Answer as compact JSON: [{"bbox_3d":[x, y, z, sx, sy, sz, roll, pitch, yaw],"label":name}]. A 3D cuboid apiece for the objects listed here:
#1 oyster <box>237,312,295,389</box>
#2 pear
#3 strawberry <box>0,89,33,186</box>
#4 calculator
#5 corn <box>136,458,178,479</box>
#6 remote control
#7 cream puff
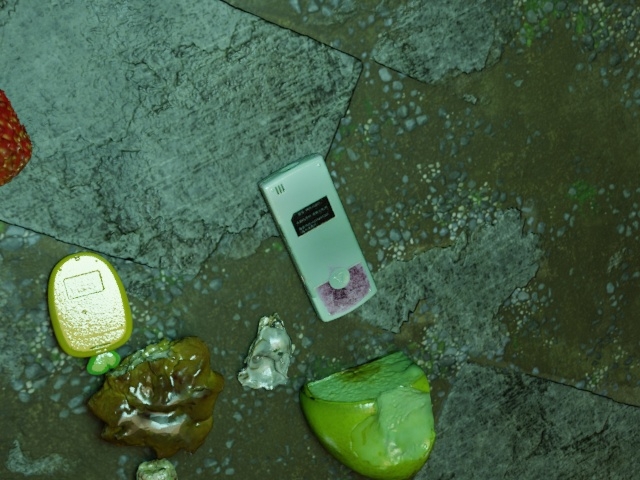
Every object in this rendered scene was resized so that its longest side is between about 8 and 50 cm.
[{"bbox_3d":[-0.102,0.236,1.958,0.108,0.053,0.165,20,104,-8],"label":"oyster"},{"bbox_3d":[0.125,0.411,2.042,0.287,0.176,0.281,-18,113,-17],"label":"pear"},{"bbox_3d":[-0.652,-0.163,1.508,0.292,0.292,0.343,-51,132,-2],"label":"strawberry"},{"bbox_3d":[-0.431,0.137,1.776,0.146,0.032,0.234,-16,97,-17],"label":"calculator"},{"bbox_3d":[-0.319,0.564,1.945,0.086,0.086,0.253,-17,114,-18],"label":"corn"},{"bbox_3d":[0.000,0.000,1.933,0.145,0.050,0.343,-29,115,-13],"label":"remote control"},{"bbox_3d":[-0.307,0.302,1.840,0.241,0.155,0.269,32,98,-22],"label":"cream puff"}]
